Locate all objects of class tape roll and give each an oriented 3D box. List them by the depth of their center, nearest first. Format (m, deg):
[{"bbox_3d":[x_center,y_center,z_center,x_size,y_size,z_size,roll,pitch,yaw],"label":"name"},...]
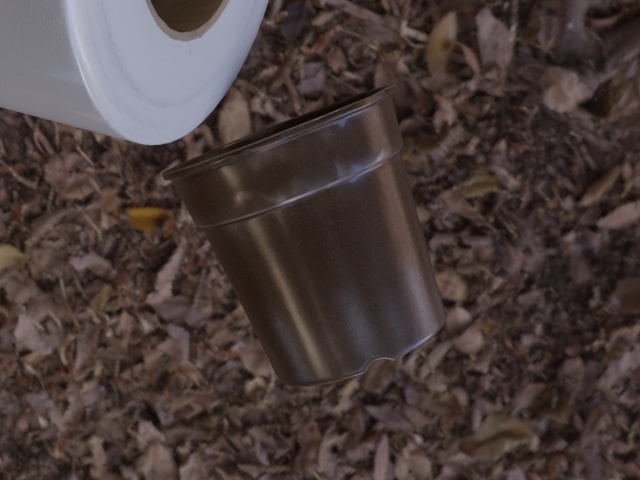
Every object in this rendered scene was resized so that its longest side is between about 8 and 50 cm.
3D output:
[{"bbox_3d":[-0.137,-0.187,0.552,0.246,0.169,0.246,15,90,-74],"label":"tape roll"}]

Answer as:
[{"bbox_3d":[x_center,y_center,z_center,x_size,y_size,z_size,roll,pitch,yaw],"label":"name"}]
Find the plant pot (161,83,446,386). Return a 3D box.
[{"bbox_3d":[0.000,0.000,0.703,0.166,0.167,0.165,-23,98,-16],"label":"plant pot"}]
